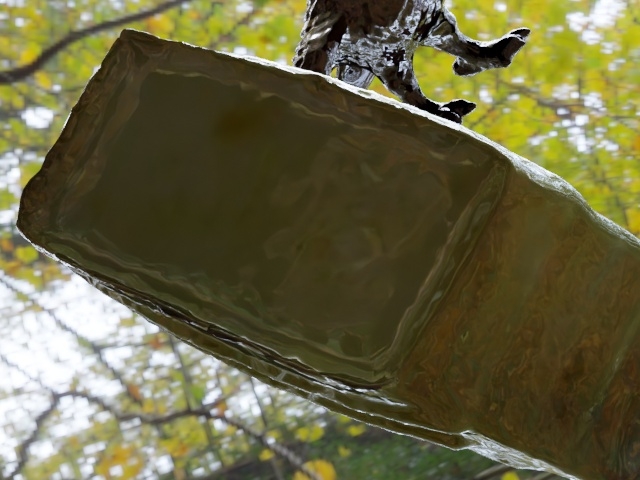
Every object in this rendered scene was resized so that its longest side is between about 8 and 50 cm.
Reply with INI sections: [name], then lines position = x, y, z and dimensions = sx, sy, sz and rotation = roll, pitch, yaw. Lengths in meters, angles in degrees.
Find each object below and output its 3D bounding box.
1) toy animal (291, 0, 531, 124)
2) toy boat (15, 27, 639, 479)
[toy animal]
position = 0.024, -0.134, 0.792
dimensions = 0.218, 0.179, 0.116
rotation = -47, -135, -13
[toy boat]
position = -0.001, -0.001, 0.515
dimensions = 0.276, 0.084, 0.111
rotation = 24, -96, 27
